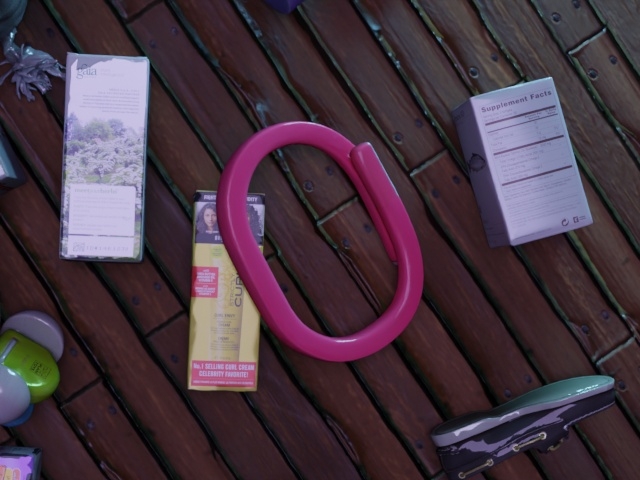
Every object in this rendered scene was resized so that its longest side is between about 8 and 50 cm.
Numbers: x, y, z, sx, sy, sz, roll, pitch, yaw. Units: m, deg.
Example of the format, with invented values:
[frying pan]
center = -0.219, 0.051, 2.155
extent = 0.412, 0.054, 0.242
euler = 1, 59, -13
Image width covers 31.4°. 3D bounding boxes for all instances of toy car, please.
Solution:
[toy car]
center = -0.388, 0.147, 1.284
extent = 0.182, 0.159, 0.136
euler = 24, 121, -4

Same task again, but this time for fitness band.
[fitness band]
center = 0.000, 0.000, 1.324
extent = 0.209, 0.054, 0.290
euler = -30, 100, -18

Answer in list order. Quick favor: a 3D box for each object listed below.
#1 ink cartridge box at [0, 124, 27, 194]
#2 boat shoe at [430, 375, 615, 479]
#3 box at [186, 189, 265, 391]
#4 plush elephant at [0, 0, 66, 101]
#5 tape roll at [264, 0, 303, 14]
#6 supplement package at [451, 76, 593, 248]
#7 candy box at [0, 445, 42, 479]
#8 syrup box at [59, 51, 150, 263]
[ink cartridge box]
center = -0.446, -0.060, 1.268
extent = 0.208, 0.153, 0.086
euler = -28, 93, -5
[boat shoe]
center = 0.248, 0.223, 1.360
extent = 0.228, 0.081, 0.068
euler = -19, 93, 2
[box]
center = -0.112, 0.059, 1.340
extent = 0.087, 0.058, 0.232
euler = 4, 88, -7
[plush elephant]
center = -0.421, -0.289, 1.226
extent = 0.330, 0.255, 0.272
euler = 42, 85, -3
[tape roll]
center = -0.068, -0.355, 1.293
extent = 0.080, 0.189, 0.189
euler = -42, 92, -5
[supplement package]
center = 0.237, -0.090, 1.354
extent = 0.105, 0.105, 0.179
euler = -15, 89, -5
[candy box]
center = -0.426, 0.316, 1.298
extent = 0.196, 0.070, 0.164
euler = 4, 88, -6
[syrup box]
center = -0.247, -0.092, 1.315
extent = 0.093, 0.096, 0.236
euler = 2, 87, -7
